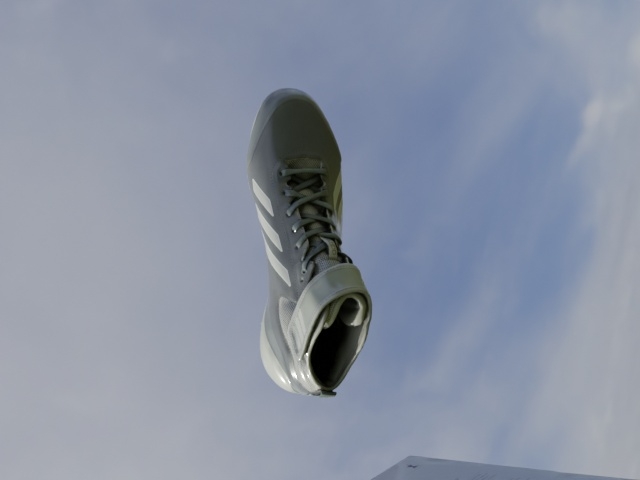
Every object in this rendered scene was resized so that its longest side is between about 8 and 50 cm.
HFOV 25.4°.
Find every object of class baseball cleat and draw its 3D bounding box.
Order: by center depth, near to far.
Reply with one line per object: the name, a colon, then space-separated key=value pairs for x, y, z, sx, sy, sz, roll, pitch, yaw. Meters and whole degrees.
baseball cleat: x=0.000 y=0.000 z=0.935 sx=0.072 sy=0.109 sz=0.206 roll=-6 pitch=-86 yaw=-26

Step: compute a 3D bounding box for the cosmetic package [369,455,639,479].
cosmetic package: x=0.118 y=0.306 z=1.307 sx=0.377 sy=0.284 sz=0.098 roll=-17 pitch=-73 yaw=-56
